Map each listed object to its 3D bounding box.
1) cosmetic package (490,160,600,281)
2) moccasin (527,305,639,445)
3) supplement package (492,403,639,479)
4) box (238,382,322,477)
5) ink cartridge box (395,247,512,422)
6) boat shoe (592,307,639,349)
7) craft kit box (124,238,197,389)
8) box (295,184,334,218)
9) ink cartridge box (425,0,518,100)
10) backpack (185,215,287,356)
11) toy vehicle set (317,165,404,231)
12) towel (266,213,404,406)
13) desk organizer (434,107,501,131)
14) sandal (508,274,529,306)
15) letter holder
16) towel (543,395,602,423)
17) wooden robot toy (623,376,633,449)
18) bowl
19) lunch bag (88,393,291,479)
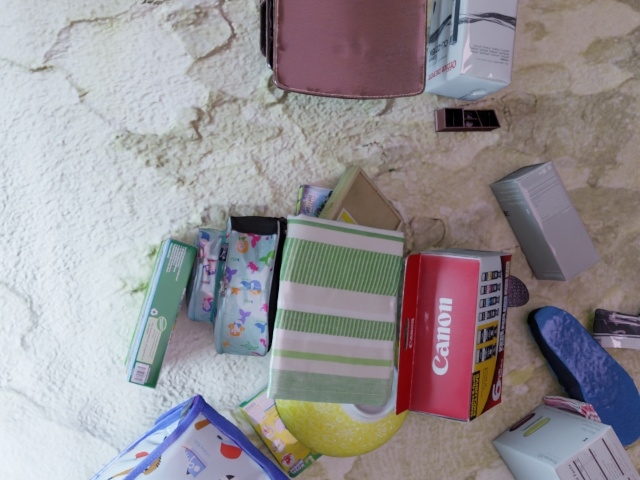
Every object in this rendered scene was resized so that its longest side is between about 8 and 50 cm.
[{"bbox_3d":[0.468,-0.038,1.810,0.107,0.127,0.238,-27,94,-14],"label":"cosmetic package"},{"bbox_3d":[0.564,0.273,1.835,0.138,0.117,0.342,-32,94,-8],"label":"moccasin"},{"bbox_3d":[0.503,0.469,1.741,0.145,0.262,0.204,-33,97,-14],"label":"supplement package"},{"bbox_3d":[-0.068,0.368,1.705,0.105,0.043,0.179,-35,96,-14],"label":"box"},{"bbox_3d":[0.258,0.176,1.660,0.130,0.272,0.309,5,94,29],"label":"ink cartridge box"},{"bbox_3d":[0.732,0.188,1.893,0.301,0.108,0.102,3,85,-11],"label":"boat shoe"},{"bbox_3d":[-0.289,0.123,1.543,0.061,0.247,0.249,17,86,-16],"label":"craft kit box"},{"bbox_3d":[0.000,0.000,1.729,0.114,0.036,0.207,9,87,-14],"label":"box"},{"bbox_3d":[0.302,-0.433,1.732,0.114,0.197,0.272,5,88,-13],"label":"ink cartridge box"},{"bbox_3d":[-0.150,0.087,1.591,0.191,0.225,0.253,-1,86,-6],"label":"backpack"},{"bbox_3d":[0.056,0.007,1.669,0.166,0.035,0.267,49,55,-29],"label":"toy vehicle set"},{"bbox_3d":[0.032,0.127,1.550,0.248,0.038,0.324,10,81,-26],"label":"towel"},{"bbox_3d":[0.307,-0.252,1.806,0.130,0.050,0.047,-3,90,-15],"label":"desk organizer"},{"bbox_3d":[0.350,0.101,1.825,0.179,0.040,0.067,7,83,0],"label":"sandal"},{"bbox_3d":[0.042,-0.374,1.688,0.302,0.152,0.214,0,91,-15],"label":"letter holder"},{"bbox_3d":[0.554,0.415,1.817,0.029,0.144,0.197,-32,98,-18],"label":"towel"},{"bbox_3d":[0.678,0.386,1.884,0.076,0.079,0.173,8,88,-15],"label":"wooden robot toy"},{"bbox_3d":[0.071,0.277,1.661,0.289,0.156,0.289,3,82,-23],"label":"bowl"},{"bbox_3d":[-0.241,0.499,1.536,0.385,0.239,0.328,-42,101,9],"label":"lunch bag"}]
